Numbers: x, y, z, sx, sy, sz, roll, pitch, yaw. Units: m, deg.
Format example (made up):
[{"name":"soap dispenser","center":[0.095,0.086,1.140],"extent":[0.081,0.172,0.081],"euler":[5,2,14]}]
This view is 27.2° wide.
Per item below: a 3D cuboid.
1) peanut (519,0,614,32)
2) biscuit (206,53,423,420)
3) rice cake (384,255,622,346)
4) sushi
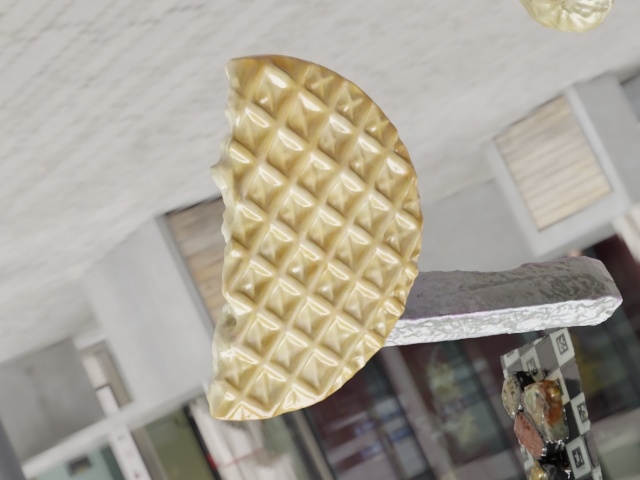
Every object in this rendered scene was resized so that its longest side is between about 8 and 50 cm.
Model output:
[{"name":"peanut","center":[0.332,-0.395,1.946],"extent":[0.130,0.130,0.290],"euler":[-25,-146,-1]},{"name":"biscuit","center":[0.000,0.000,1.121],"extent":[0.204,0.309,0.040],"euler":[-2,-170,-31]},{"name":"rice cake","center":[0.117,0.069,1.375],"extent":[0.399,0.070,0.064],"euler":[-5,140,-10]},{"name":"sushi","center":[0.200,0.190,1.190],"extent":[0.031,0.201,0.139],"euler":[-6,165,-21]}]
